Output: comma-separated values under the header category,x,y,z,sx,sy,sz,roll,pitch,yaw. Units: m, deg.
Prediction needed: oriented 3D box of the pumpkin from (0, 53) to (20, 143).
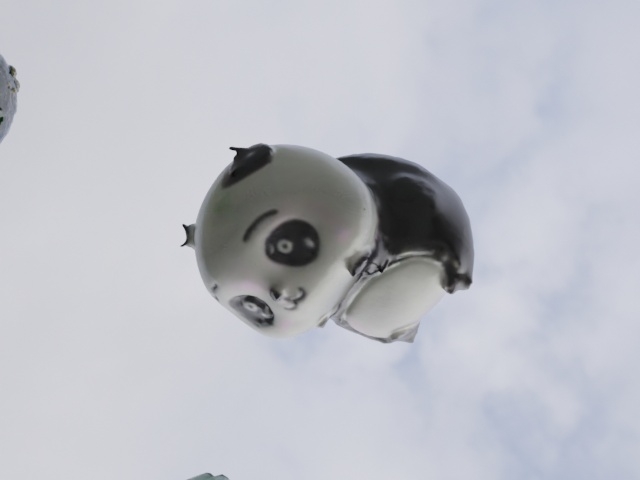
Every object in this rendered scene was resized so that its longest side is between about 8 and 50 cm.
category,x,y,z,sx,sy,sz,roll,pitch,yaw
pumpkin,-0.437,-0.160,1.221,0.146,0.190,0.190,12,-110,46

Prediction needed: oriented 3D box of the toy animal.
category,x,y,z,sx,sy,sz,roll,pitch,yaw
toy animal,0.000,0.000,1.307,0.251,0.310,0.251,-34,-130,51

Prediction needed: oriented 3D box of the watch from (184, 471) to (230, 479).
category,x,y,z,sx,sy,sz,roll,pitch,yaw
watch,-0.083,0.149,0.314,0.165,0.152,0.131,-16,-98,16
